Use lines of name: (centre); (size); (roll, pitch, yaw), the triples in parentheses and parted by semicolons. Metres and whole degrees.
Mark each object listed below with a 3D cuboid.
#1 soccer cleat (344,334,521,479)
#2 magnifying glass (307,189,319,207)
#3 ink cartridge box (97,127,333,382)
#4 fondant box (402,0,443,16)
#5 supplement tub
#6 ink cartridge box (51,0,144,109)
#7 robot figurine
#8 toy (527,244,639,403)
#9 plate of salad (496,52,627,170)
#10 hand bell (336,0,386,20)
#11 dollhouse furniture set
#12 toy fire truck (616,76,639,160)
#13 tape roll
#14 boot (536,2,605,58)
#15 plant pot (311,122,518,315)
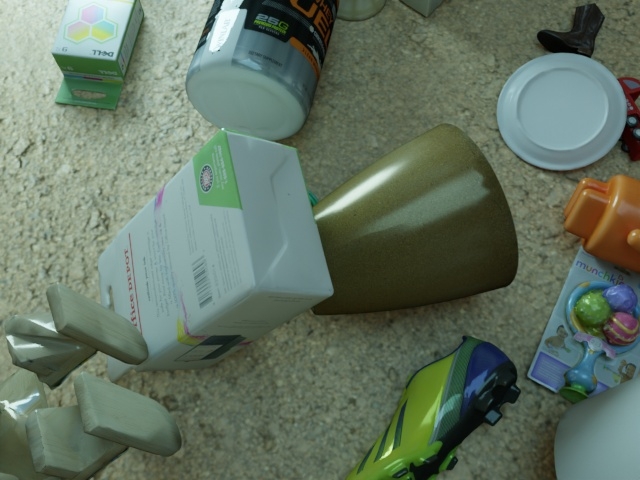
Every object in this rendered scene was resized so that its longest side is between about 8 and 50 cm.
soccer cleat: (0.133, 0.241, 0.839); (0.289, 0.093, 0.121); (-39, 43, -11)
magnifying glass: (0.000, 0.000, 0.957); (0.092, 0.026, 0.231); (-41, 76, -21)
ink cartridge box: (-0.158, 0.042, 0.828); (0.119, 0.353, 0.207); (8, 60, -42)
fondant box: (0.263, -0.582, 1.081); (0.096, 0.238, 0.330); (40, 76, 15)
supplement tub: (-0.080, -0.335, 1.008); (0.194, 0.193, 0.316); (11, 67, 4)
ink cartridge box: (-0.379, -0.329, 1.071); (0.109, 0.062, 0.209); (8, 68, 2)
robot figurine: (0.469, -0.014, 0.916); (0.219, 0.158, 0.128); (21, 84, 7)
toy: (0.402, 0.120, 0.897); (0.137, 0.056, 0.237); (28, 69, 10)
plate of salad: (0.390, -0.208, 1.037); (0.200, 0.048, 0.199); (-2, 81, 12)
hand bell: (0.061, -0.496, 1.052); (0.126, 0.242, 0.126); (0, 68, -1)
dollhouse furniture set: (-0.295, 0.328, 0.693); (0.362, 0.256, 0.394); (-38, 51, 3)
toy fire truck: (0.553, -0.191, 1.036); (0.135, 0.047, 0.192); (-15, 67, -8)
tape roll: (0.414, 0.271, 0.717); (0.246, 0.169, 0.246); (21, 48, -24)
boot: (0.443, -0.380, 1.119); (0.106, 0.037, 0.114); (25, 72, -5)
plant pot: (0.089, 0.000, 0.846); (0.254, 0.237, 0.237); (-22, 69, -9)
